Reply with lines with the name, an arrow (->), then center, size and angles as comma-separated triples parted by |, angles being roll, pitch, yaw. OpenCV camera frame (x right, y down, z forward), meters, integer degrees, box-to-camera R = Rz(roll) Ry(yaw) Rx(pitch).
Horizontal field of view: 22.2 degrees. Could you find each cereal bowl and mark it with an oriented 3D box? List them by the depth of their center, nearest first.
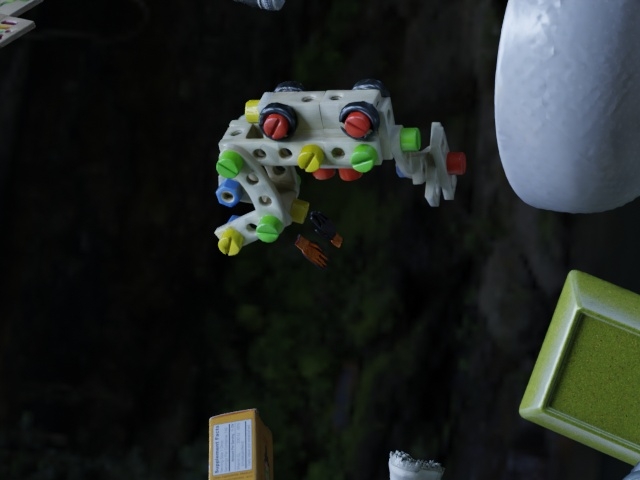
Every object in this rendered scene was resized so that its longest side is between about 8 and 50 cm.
cereal bowl -> 0.311, -0.184, 1.642 | 0.339, 0.141, 0.339 | -33, -50, -50

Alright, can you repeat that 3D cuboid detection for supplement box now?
supplement box -> -0.110, 0.356, 2.272 | 0.078, 0.080, 0.233 | 64, -159, -51

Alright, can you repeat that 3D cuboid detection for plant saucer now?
plant saucer -> 0.331, 0.154, 1.823 | 0.045, 0.188, 0.188 | -20, -50, -67

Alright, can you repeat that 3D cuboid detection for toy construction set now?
toy construction set -> 0.013, -0.094, 2.005 | 0.151, 0.328, 0.215 | -89, -11, -57

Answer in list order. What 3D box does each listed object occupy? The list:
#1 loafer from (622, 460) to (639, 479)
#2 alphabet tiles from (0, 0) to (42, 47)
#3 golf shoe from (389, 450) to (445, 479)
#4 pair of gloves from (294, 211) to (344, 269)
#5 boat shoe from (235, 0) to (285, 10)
loafer -> 0.326, 0.334, 1.568 | 0.084, 0.096, 0.267 | -44, -45, -65
alphabet tiles -> -0.524, -0.253, 2.056 | 0.285, 0.342, 0.011 | -39, -53, -32
golf shoe -> 0.115, 0.316, 2.048 | 0.176, 0.069, 0.086 | 61, -134, -69
pair of gloves -> 0.000, 0.000, 2.492 | 0.010, 0.074, 0.083 | -17, 36, 47
boat shoe -> -0.057, -0.388, 2.102 | 0.077, 0.070, 0.219 | 82, -156, -50
